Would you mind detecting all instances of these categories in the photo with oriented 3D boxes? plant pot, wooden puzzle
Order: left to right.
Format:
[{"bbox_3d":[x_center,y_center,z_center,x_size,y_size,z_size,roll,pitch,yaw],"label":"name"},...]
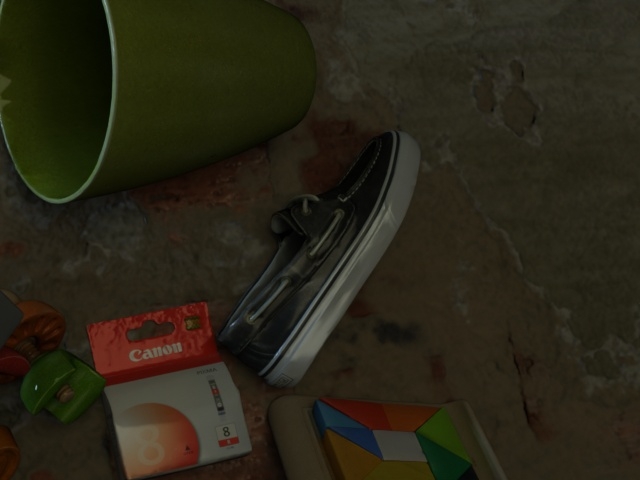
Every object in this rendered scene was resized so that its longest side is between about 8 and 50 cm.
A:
[{"bbox_3d":[-0.159,-0.184,1.631,0.294,0.275,0.274,-5,78,-36],"label":"plant pot"},{"bbox_3d":[0.079,0.235,1.631,0.239,0.044,0.221,1,31,-16],"label":"wooden puzzle"}]

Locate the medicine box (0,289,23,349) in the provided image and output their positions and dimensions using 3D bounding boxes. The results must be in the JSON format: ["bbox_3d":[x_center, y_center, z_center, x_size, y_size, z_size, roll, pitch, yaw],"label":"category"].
[{"bbox_3d":[-0.463,0.085,1.319,0.289,0.149,0.263,27,73,19],"label":"medicine box"}]

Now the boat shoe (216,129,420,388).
[{"bbox_3d":[0.000,0.000,1.693,0.119,0.121,0.335,34,70,-13],"label":"boat shoe"}]

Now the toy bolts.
[{"bbox_3d":[-0.364,0.136,1.509,0.158,0.228,0.218,42,88,23],"label":"toy bolts"}]

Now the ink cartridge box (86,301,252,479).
[{"bbox_3d":[-0.164,0.162,1.640,0.145,0.045,0.179,-11,83,-22],"label":"ink cartridge box"}]
